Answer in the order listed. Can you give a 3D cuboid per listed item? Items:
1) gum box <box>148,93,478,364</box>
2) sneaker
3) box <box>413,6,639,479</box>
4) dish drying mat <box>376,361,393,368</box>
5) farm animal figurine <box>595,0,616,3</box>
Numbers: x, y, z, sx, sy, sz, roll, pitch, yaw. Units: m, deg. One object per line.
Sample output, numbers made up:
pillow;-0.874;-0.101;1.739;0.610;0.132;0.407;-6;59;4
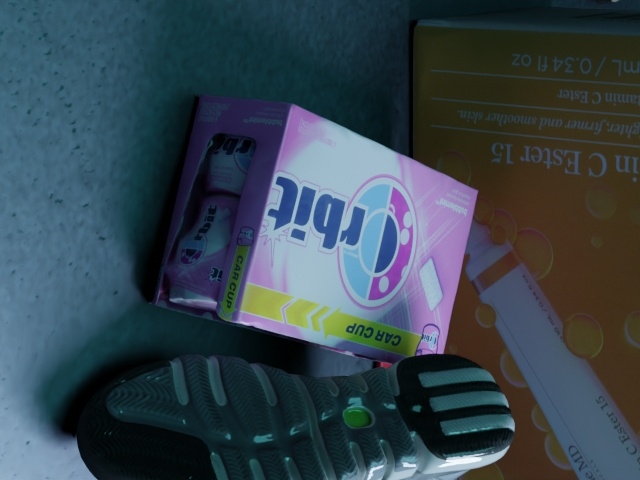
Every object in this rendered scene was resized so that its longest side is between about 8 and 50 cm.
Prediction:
gum box;0.000;0.000;0.758;0.188;0.062;0.107;20;82;-51
sneaker;-0.021;0.125;0.745;0.229;0.086;0.132;2;142;-25
box;0.186;0.039;0.880;0.168;0.215;0.345;-16;109;-49
dish drying mat;0.041;0.104;0.876;0.032;0.008;0.083;3;95;-51
farm animal figurine;0.224;-0.250;0.900;0.327;0.172;0.330;47;61;-45
